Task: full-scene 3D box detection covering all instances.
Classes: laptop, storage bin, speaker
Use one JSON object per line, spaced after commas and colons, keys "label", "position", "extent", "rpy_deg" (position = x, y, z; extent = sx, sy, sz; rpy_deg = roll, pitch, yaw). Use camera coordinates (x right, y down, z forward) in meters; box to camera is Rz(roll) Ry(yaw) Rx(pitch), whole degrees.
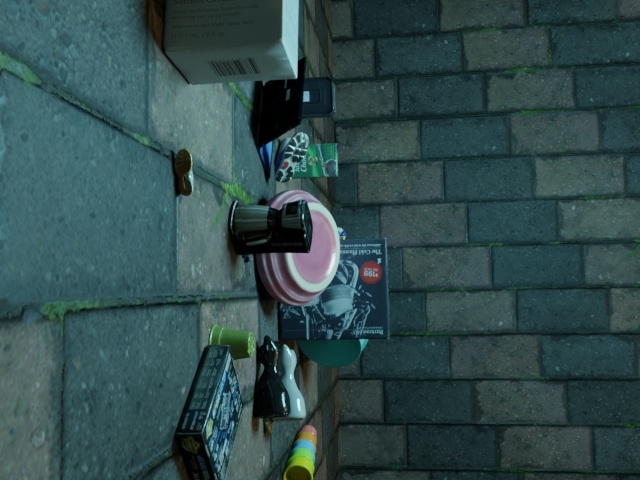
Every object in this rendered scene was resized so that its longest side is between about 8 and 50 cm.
{"label": "laptop", "position": [-0.099, -0.341, 1.804], "extent": [0.137, 0.264, 0.234], "rpy_deg": [27, 53, -39]}
{"label": "storage bin", "position": [-0.043, -0.466, 2.088], "extent": [0.084, 0.180, 0.121], "rpy_deg": [-36, 124, -82]}
{"label": "speaker", "position": [-0.110, -0.270, 2.027], "extent": [0.136, 0.055, 0.055], "rpy_deg": [-84, 169, -49]}

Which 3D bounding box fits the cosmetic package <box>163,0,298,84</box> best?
{"label": "cosmetic package", "position": [-0.152, -0.493, 1.156], "extent": [0.156, 0.218, 0.384], "rpy_deg": [54, 34, -77]}

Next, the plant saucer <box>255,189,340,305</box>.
{"label": "plant saucer", "position": [-0.047, 0.020, 1.788], "extent": [0.332, 0.084, 0.331], "rpy_deg": [3, 86, -53]}

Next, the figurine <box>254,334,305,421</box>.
{"label": "figurine", "position": [-0.108, 0.377, 1.728], "extent": [0.215, 0.093, 0.209], "rpy_deg": [48, 35, -65]}

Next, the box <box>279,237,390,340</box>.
{"label": "box", "position": [0.047, 0.152, 2.026], "extent": [0.179, 0.344, 0.312], "rpy_deg": [-1, 89, -84]}

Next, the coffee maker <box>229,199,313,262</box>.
{"label": "coffee maker", "position": [-0.109, -0.023, 1.505], "extent": [0.171, 0.179, 0.120], "rpy_deg": [69, 22, -68]}

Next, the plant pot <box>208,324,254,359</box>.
{"label": "plant pot", "position": [-0.179, 0.214, 1.305], "extent": [0.083, 0.079, 0.083], "rpy_deg": [-1, 90, -82]}

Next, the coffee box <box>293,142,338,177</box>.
{"label": "coffee box", "position": [-0.034, -0.262, 2.108], "extent": [0.040, 0.184, 0.113], "rpy_deg": [-23, 113, -79]}

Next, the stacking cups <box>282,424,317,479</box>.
{"label": "stacking cups", "position": [-0.051, 0.705, 2.112], "extent": [0.316, 0.096, 0.095], "rpy_deg": [-56, 144, -77]}

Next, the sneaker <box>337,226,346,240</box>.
{"label": "sneaker", "position": [0.000, 0.000, 2.320], "extent": [0.315, 0.182, 0.127], "rpy_deg": [-39, 125, -81]}

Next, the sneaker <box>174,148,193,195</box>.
{"label": "sneaker", "position": [-0.240, -0.121, 1.122], "extent": [0.037, 0.032, 0.083], "rpy_deg": [-116, -154, -74]}

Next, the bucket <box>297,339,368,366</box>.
{"label": "bucket", "position": [0.051, 0.320, 2.339], "extent": [0.183, 0.281, 0.281], "rpy_deg": [-66, 155, -53]}

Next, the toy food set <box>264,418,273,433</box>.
{"label": "toy food set", "position": [-0.140, 0.488, 1.766], "extent": [0.083, 0.020, 0.082], "rpy_deg": [-41, 129, -80]}

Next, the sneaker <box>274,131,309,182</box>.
{"label": "sneaker", "position": [-0.095, -0.246, 1.823], "extent": [0.169, 0.068, 0.071], "rpy_deg": [-56, -138, 32]}

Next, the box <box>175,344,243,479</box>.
{"label": "box", "position": [-0.203, 0.336, 1.206], "extent": [0.220, 0.051, 0.175], "rpy_deg": [-81, 167, -55]}
